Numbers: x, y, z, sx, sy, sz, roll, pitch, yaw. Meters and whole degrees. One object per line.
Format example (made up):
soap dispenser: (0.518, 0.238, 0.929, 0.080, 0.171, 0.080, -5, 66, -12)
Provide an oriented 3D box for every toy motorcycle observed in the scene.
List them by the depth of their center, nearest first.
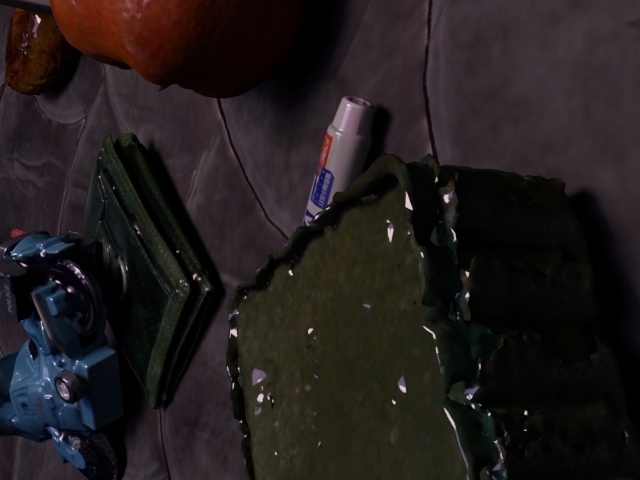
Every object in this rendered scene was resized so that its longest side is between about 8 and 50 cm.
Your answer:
toy motorcycle: (-0.266, 0.109, 1.090, 0.182, 0.124, 0.272, 23, 125, 35)

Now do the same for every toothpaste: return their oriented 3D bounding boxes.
toothpaste: (0.000, 0.000, 0.814, 0.052, 0.033, 0.218, 49, 129, 53)

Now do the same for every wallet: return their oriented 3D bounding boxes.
wallet: (-0.175, 0.025, 1.054, 0.236, 0.055, 0.160, 59, 138, 41)

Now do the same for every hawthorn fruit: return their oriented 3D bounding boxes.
hawthorn fruit: (-0.094, -0.225, 0.851, 0.196, 0.197, 0.225, 40, 112, 51)

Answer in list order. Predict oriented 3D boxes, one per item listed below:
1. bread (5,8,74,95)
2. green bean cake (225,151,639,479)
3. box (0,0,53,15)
bread: (-0.333, -0.264, 1.329, 0.193, 0.064, 0.193, -27, 58, 57)
green bean cake: (0.055, 0.104, 0.623, 0.241, 0.132, 0.255, -40, 55, 47)
box: (-0.337, -0.347, 1.128, 0.106, 0.300, 0.200, 16, 99, 55)
